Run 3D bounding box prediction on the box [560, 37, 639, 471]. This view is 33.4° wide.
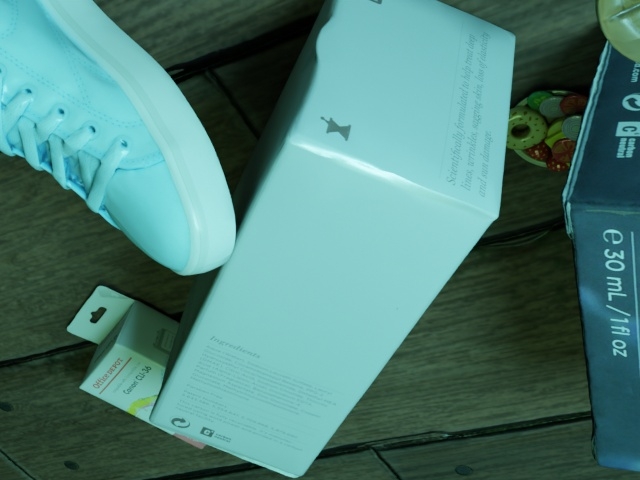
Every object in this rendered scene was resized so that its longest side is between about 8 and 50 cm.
[{"bbox_3d":[0.392,0.021,0.739,0.396,0.212,0.293,3,136,23],"label":"box"}]

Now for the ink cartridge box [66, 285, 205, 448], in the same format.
[{"bbox_3d":[-0.184,0.140,1.170,0.198,0.067,0.115,30,136,-14],"label":"ink cartridge box"}]

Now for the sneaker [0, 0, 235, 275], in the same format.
[{"bbox_3d":[-0.214,-0.100,0.759,0.366,0.150,0.135,49,149,14],"label":"sneaker"}]

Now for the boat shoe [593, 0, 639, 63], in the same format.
[{"bbox_3d":[0.233,-0.272,0.592,0.123,0.123,0.342,12,115,0],"label":"boat shoe"}]

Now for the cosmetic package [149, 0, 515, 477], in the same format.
[{"bbox_3d":[0.000,0.000,0.869,0.156,0.217,0.385,23,138,-9],"label":"cosmetic package"}]

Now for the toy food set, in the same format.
[{"bbox_3d":[0.190,-0.088,0.860,0.083,0.020,0.083,40,132,-23],"label":"toy food set"}]
